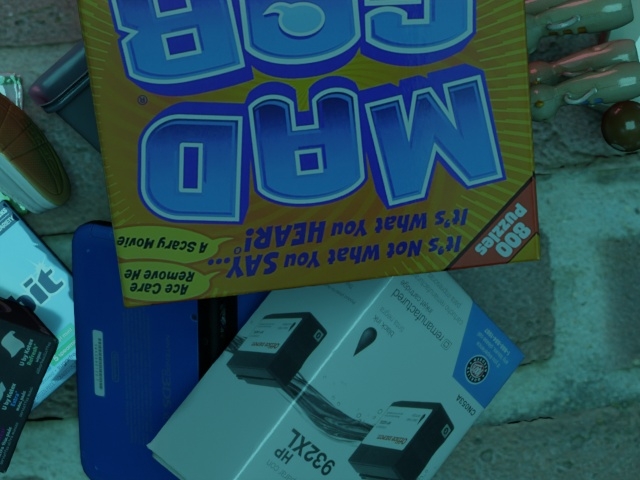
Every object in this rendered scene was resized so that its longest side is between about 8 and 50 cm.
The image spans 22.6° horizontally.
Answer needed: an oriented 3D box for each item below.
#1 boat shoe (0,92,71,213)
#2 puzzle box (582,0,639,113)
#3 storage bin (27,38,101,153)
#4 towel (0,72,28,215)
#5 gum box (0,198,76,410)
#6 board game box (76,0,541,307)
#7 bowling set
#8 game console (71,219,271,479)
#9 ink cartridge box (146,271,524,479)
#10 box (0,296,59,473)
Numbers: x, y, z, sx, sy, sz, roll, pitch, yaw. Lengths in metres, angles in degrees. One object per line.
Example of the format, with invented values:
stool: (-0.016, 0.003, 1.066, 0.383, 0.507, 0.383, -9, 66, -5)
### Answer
boat shoe: (-0.377, -0.117, 1.633, 0.277, 0.098, 0.096, 44, 111, -5)
puzzle box: (0.515, -0.212, 1.741, 0.409, 0.052, 0.272, 18, 86, -4)
storage bin: (-0.223, -0.160, 1.668, 0.135, 0.098, 0.091, -42, 119, -5)
towel: (-0.367, -0.098, 1.685, 0.113, 0.023, 0.152, -4, 90, -3)
gum box: (-0.325, 0.076, 1.659, 0.157, 0.041, 0.184, -41, 96, -4)
board game box: (-0.017, -0.185, 1.437, 0.356, 0.356, 0.356, -7, 110, -1)
bowling set: (0.246, -0.169, 1.617, 0.154, 0.287, 0.199, -13, 103, 11)
game console: (-0.104, 0.114, 1.646, 0.250, 0.173, 0.293, 10, 111, 25)
ink cartridge box: (0.020, 0.157, 1.556, 0.307, 0.129, 0.223, -52, 132, -7)
box: (-0.409, 0.097, 1.516, 0.270, 0.165, 0.143, 22, 91, -24)
